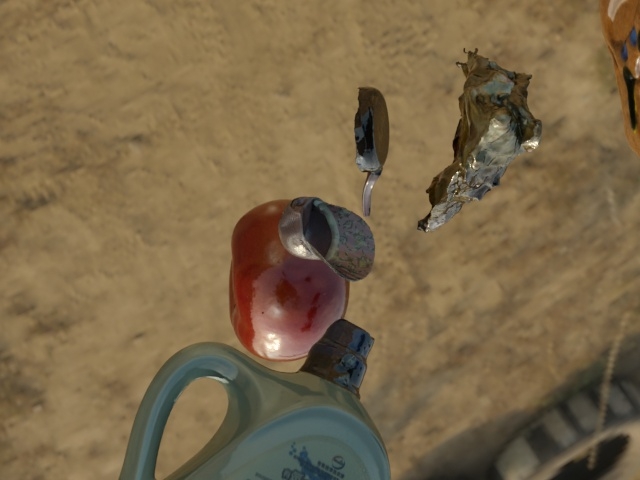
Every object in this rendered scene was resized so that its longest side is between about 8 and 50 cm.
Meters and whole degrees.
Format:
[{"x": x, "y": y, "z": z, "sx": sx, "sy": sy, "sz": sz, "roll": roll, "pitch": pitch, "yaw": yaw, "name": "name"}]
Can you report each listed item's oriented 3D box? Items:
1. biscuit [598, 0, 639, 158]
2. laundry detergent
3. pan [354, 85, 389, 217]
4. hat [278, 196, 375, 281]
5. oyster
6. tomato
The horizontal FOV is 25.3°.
[{"x": 0.369, "y": -0.264, "z": 1.660, "sx": 0.047, "sy": 0.334, "sz": 0.202, "roll": -4, "pitch": 162, "yaw": -7, "name": "biscuit"}, {"x": -0.048, "y": 0.183, "z": 1.104, "sx": 0.281, "sy": 0.214, "sz": 0.105, "roll": -66, "pitch": -173, "yaw": -14, "name": "laundry detergent"}, {"x": 0.070, "y": -0.109, "z": 1.910, "sx": 0.040, "sy": 0.115, "sz": 0.212, "roll": 4, "pitch": 134, "yaw": 11, "name": "pan"}, {"x": 0.001, "y": 0.002, "z": 1.147, "sx": 0.087, "sy": 0.058, "sz": 0.042, "roll": 34, "pitch": 146, "yaw": -20, "name": "hat"}, {"x": 0.193, "y": -0.139, "z": 1.688, "sx": 0.096, "sy": 0.221, "sz": 0.361, "roll": 7, "pitch": 166, "yaw": -4, "name": "oyster"}, {"x": -0.038, "y": 0.047, "z": 1.668, "sx": 0.136, "sy": 0.195, "sz": 0.195, "roll": -1, "pitch": 145, "yaw": -7, "name": "tomato"}]
